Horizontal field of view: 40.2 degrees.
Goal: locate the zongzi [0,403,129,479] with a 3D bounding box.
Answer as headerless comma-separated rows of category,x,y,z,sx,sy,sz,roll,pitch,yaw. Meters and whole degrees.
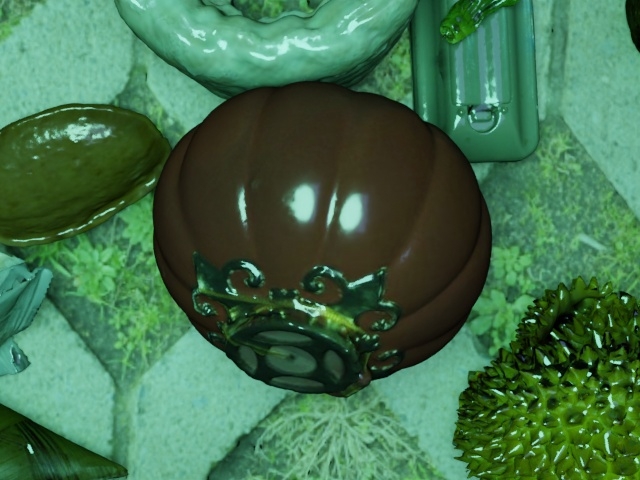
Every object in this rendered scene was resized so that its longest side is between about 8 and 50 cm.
zongzi,-0.353,0.152,0.816,0.300,0.138,0.286,-10,112,-3

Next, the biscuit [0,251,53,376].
biscuit,-0.410,0.014,0.830,0.309,0.079,0.186,30,132,-1

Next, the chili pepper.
chili pepper,0.152,-0.224,0.849,0.091,0.034,0.030,-34,125,-2

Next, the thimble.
thimble,-0.049,-0.274,0.813,0.291,0.195,0.291,0,91,1

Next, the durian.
durian,0.269,0.159,0.819,0.293,0.258,0.258,-7,91,3

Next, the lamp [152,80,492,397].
lamp,0.000,0.000,0.779,0.303,0.303,0.257,14,53,-3

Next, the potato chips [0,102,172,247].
potato chips,-0.250,-0.064,0.865,0.202,0.049,0.150,-29,62,-22

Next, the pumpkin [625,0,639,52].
pumpkin,0.475,-0.214,0.877,0.317,0.139,0.221,8,87,-5

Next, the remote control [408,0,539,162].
remote control,0.153,-0.246,0.893,0.128,0.065,0.335,-3,90,0
